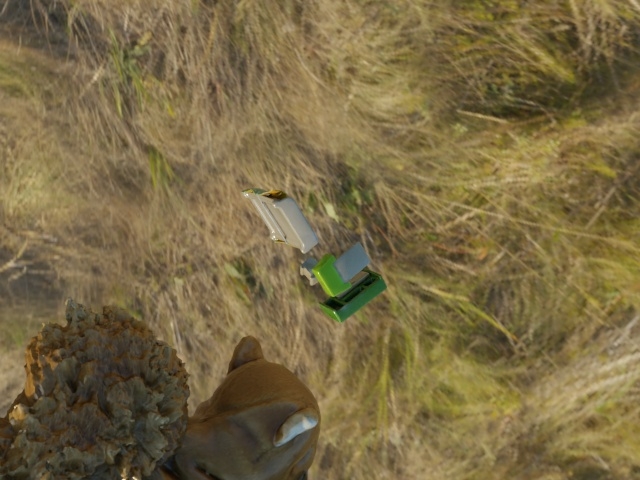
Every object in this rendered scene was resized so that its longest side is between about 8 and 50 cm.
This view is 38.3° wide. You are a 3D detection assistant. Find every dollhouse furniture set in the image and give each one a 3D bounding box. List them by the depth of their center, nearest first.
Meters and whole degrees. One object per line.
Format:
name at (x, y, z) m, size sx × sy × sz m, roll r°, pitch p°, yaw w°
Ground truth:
dollhouse furniture set at (0.000, 0.000, 0.837) m, size 0.058 × 0.076 × 0.151 m, roll -39°, pitch 114°, yaw -16°

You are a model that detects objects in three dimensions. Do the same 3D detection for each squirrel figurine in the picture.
squirrel figurine at (-0.186, 0.255, 1.065) m, size 0.370 × 0.281 × 0.397 m, roll -37°, pitch 123°, yaw -4°
